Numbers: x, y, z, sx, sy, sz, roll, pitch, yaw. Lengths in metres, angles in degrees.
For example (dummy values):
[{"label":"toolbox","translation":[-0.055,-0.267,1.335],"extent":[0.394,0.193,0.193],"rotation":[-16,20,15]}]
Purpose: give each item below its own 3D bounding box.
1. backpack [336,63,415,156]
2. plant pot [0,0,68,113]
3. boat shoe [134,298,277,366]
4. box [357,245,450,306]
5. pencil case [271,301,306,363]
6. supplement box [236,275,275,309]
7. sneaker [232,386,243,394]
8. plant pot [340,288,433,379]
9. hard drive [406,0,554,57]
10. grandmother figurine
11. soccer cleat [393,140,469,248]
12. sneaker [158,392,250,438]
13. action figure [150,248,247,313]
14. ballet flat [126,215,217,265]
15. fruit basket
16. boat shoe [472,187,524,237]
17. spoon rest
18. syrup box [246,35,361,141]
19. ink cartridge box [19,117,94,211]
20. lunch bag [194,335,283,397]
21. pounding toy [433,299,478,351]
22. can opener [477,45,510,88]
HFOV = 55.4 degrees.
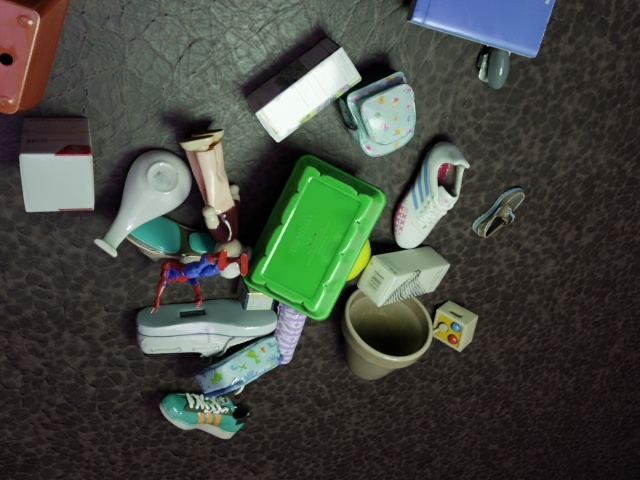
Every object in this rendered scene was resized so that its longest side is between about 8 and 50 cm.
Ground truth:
[{"label":"backpack","translation":[0.141,-0.294,1.436],"extent":[0.166,0.144,0.188],"rotation":[-28,132,-10]},{"label":"plant pot","translation":[-0.580,-0.357,1.027],"extent":[0.267,0.235,0.267],"rotation":[13,116,-30]},{"label":"boat shoe","translation":[-0.300,0.258,1.623],"extent":[0.367,0.136,0.156],"rotation":[-3,123,-18]},{"label":"box","translation":[0.235,0.096,1.701],"extent":[0.275,0.094,0.113],"rotation":[-9,133,-46]},{"label":"pencil case","translation":[-0.100,0.257,1.738],"extent":[0.088,0.086,0.206],"rotation":[6,120,-19]},{"label":"supplement box","translation":[-0.172,0.139,1.629],"extent":[0.083,0.083,0.056],"rotation":[1,121,-25]},{"label":"sneaker","translation":[-0.243,0.425,1.830],"extent":[0.035,0.031,0.083],"rotation":[34,101,-22]},{"label":"plant pot","translation":[0.172,0.294,1.798],"extent":[0.263,0.263,0.229],"rotation":[-5,141,-20]},{"label":"hard drive","translation":[0.371,-0.554,1.359],"extent":[0.319,0.040,0.210],"rotation":[10,106,-15]},{"label":"grandmother figurine","translation":[-0.230,-0.076,1.395],"extent":[0.104,0.208,0.342],"rotation":[-1,112,22]},{"label":"soccer cleat","translation":[0.290,-0.100,1.626],"extent":[0.116,0.143,0.331],"rotation":[4,121,-25]},{"label":"sneaker","translation":[-0.332,0.488,1.789],"extent":[0.121,0.108,0.302],"rotation":[-46,135,10]},{"label":"action figure","translation":[-0.286,0.101,1.369],"extent":[0.091,0.280,0.139],"rotation":[18,72,-42]},{"label":"ballet flat","translation":[-0.348,0.017,1.468],"extent":[0.316,0.107,0.106],"rotation":[19,141,-30]},{"label":"fruit basket","translation":[0.000,0.000,1.526],"extent":[0.283,0.392,0.392],"rotation":[27,112,0]},{"label":"boat shoe","translation":[0.537,-0.076,1.795],"extent":[0.183,0.066,0.066],"rotation":[-46,128,11]},{"label":"spoon rest","translation":[-0.393,-0.083,1.336],"extent":[0.137,0.084,0.276],"rotation":[41,65,-16]},{"label":"syrup box","translation":[-0.040,-0.337,1.358],"extent":[0.237,0.093,0.096],"rotation":[-37,129,4]},{"label":"ink cartridge box","translation":[-0.525,-0.156,1.224],"extent":[0.128,0.176,0.127],"rotation":[-3,126,-20]},{"label":"lunch bag","translation":[-0.221,0.343,1.661],"extent":[0.176,0.090,0.219],"rotation":[-26,179,43]},{"label":"pounding toy","translation":[0.405,0.279,1.946],"extent":[0.100,0.141,0.130],"rotation":[-28,135,-40]},{"label":"can opener","translation":[0.452,-0.506,1.451],"extent":[0.076,0.095,0.283],"rotation":[-3,123,-22]}]
